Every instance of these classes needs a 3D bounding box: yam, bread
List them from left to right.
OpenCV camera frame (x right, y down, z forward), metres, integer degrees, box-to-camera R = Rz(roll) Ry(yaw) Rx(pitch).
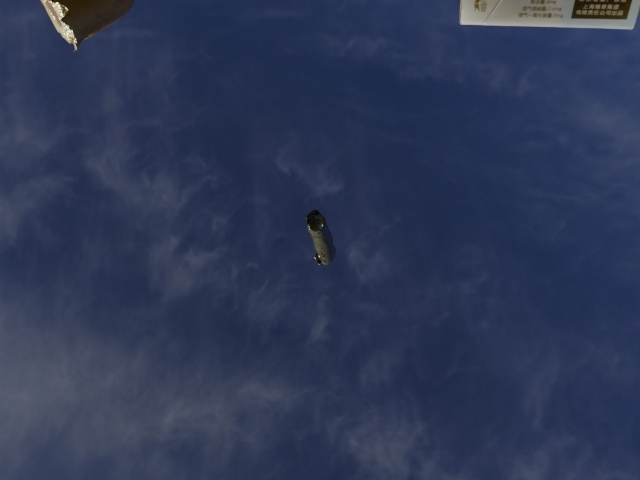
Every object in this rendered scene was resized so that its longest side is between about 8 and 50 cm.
[{"bbox_3d":[-0.414,-0.440,0.997,0.085,0.134,0.173,27,-118,28],"label":"bread"},{"bbox_3d":[0.000,0.000,0.656,0.027,0.129,0.033,39,-99,17],"label":"yam"}]

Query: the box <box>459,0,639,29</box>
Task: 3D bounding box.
[{"bbox_3d":[0.340,-0.380,0.842,0.243,0.067,0.155,6,-140,13],"label":"box"}]
